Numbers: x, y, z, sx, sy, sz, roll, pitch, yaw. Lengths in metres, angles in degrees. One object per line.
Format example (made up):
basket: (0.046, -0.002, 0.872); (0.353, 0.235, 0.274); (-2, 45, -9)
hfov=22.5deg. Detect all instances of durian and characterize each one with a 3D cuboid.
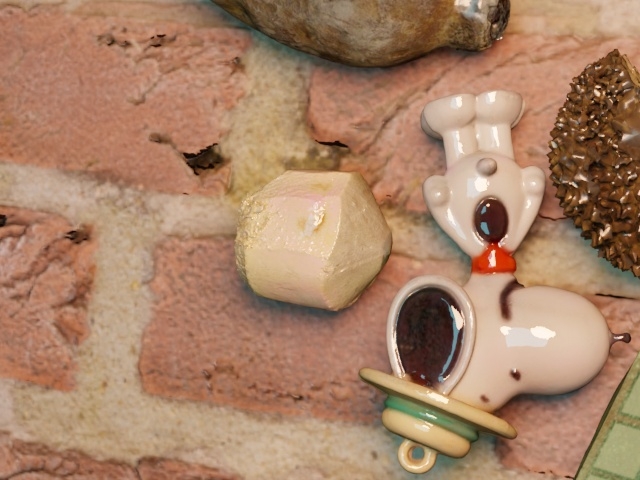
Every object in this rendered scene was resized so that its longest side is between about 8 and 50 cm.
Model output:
durian: (0.269, -0.057, 1.208); (0.196, 0.167, 0.196); (6, 109, 18)

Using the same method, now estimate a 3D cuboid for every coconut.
coconut: (0.000, 0.000, 1.323); (0.122, 0.116, 0.116); (5, 88, 22)

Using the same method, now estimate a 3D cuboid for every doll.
doll: (0.109, 0.028, 1.277); (0.208, 0.144, 0.271); (-22, 81, -3)

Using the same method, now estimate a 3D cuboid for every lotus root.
lotus root: (-0.007, -0.244, 1.318); (0.349, 0.175, 0.175); (33, 98, 21)

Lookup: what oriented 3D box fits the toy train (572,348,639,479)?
toy train: (0.276, 0.171, 1.145); (0.159, 0.129, 0.326); (14, 68, 44)
